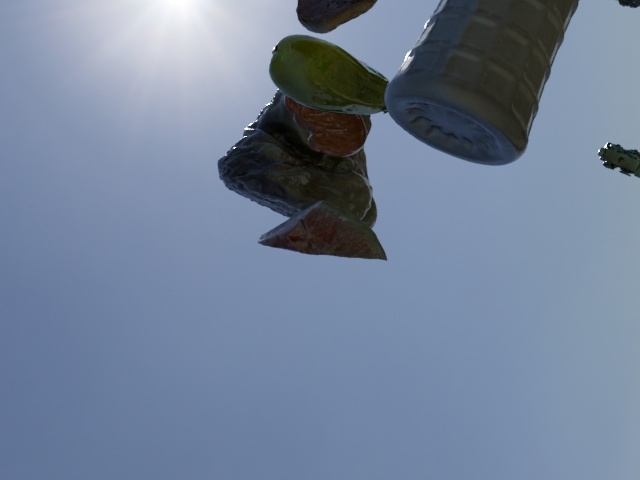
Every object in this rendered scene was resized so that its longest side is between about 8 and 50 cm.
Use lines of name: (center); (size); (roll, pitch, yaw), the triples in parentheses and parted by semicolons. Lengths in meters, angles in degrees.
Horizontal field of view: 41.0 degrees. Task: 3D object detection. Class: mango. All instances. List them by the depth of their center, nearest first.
mango: (0.017, -0.176, 0.962); (0.165, 0.091, 0.074); (19, -84, -28)

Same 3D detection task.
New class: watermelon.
watermelon: (0.004, -0.005, 1.183); (0.094, 0.180, 0.081); (-89, 2, -56)

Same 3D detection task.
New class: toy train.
toy train: (0.327, -0.076, 0.871); (0.029, 0.092, 0.045); (-69, -10, 22)

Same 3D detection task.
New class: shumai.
shumai: (-0.011, -0.166, 1.570); (0.304, 0.309, 0.263); (32, -100, -85)

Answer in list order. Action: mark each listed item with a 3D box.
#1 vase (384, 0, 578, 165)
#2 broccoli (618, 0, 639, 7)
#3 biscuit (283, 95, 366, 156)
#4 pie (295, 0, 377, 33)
vase: (0.156, -0.211, 0.650); (0.143, 0.143, 0.298); (40, -107, -54)
broccoli: (0.481, -0.429, 1.152); (0.226, 0.198, 0.176); (-27, -50, 0)
biscuit: (0.008, -0.162, 1.093); (0.102, 0.019, 0.130); (-7, -121, -33)
pie: (0.033, -0.518, 1.794); (0.046, 0.195, 0.195); (46, -122, -52)
